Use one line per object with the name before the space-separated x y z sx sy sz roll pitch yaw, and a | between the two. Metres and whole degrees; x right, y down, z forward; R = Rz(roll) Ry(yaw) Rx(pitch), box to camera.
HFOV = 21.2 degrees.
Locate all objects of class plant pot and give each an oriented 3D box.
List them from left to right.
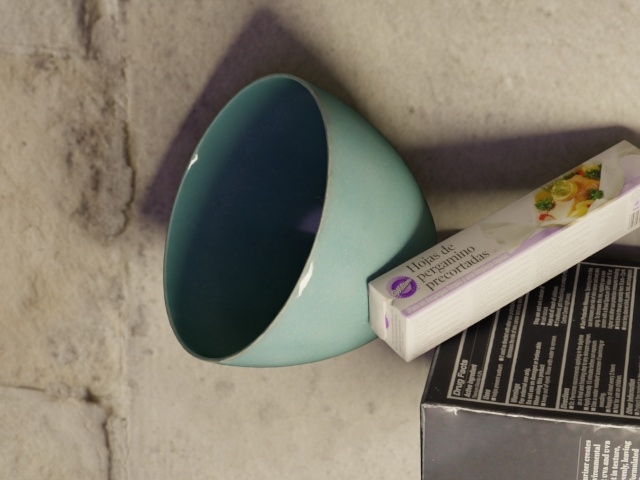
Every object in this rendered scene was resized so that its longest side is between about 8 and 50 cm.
plant pot | 0.000 0.000 1.710 0.195 0.290 0.290 17 118 -33

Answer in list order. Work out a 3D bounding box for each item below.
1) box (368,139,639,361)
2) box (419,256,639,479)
box | 0.192 0.006 1.643 0.063 0.324 0.067 44 153 37
box | 0.261 0.159 1.663 0.294 0.296 0.182 6 121 11
